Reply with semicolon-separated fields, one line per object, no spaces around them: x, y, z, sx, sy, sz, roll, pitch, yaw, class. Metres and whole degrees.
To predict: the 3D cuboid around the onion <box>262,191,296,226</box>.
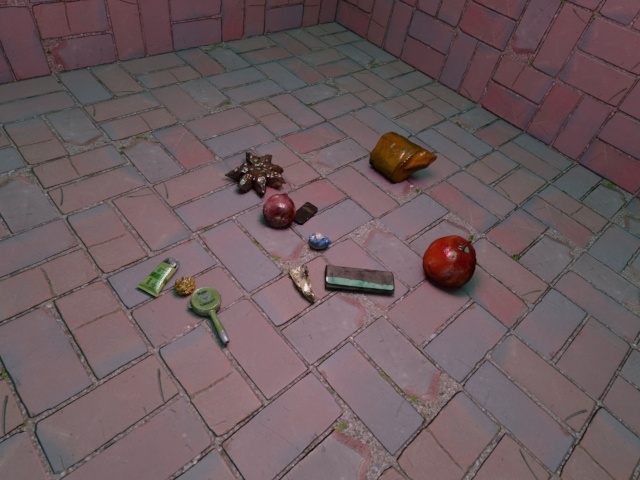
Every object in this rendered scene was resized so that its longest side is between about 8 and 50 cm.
-0.187;-0.158;1.973;0.160;0.159;0.194;13;47;-1;onion

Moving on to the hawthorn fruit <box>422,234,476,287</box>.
0.588;0.072;1.846;0.242;0.271;0.241;6;53;-9;hawthorn fruit

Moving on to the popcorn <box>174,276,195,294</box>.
-0.536;0.177;1.654;0.082;0.057;0.083;-16;51;-26;popcorn

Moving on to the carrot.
0.435;-0.451;2.315;0.242;0.241;0.341;-31;58;-33;carrot

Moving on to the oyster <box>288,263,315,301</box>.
-0.079;0.177;1.768;0.106;0.061;0.199;-9;46;4;oyster

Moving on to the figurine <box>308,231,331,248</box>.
0.000;0.000;1.915;0.115;0.078;0.114;0;3;0;figurine

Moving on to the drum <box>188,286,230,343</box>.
-0.395;0.275;1.598;0.253;0.049;0.130;39;52;22;drum

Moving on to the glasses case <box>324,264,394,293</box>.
0.168;0.168;1.810;0.300;0.060;0.114;6;47;-7;glasses case

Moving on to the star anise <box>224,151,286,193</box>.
-0.331;-0.352;2.145;0.316;0.108;0.315;7;54;-10;star anise

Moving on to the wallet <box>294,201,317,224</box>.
-0.080;-0.134;2.062;0.082;0.018;0.157;32;49;17;wallet

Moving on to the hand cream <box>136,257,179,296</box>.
-0.638;0.139;1.672;0.095;0.045;0.175;26;50;8;hand cream
